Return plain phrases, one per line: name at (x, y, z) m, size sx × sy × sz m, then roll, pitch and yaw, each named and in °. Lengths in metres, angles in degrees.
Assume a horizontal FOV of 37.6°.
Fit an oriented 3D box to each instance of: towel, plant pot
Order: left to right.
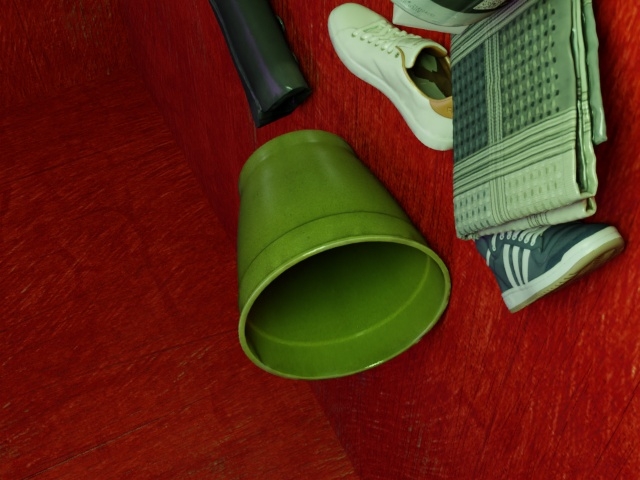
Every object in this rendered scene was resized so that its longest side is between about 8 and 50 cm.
plant pot at (0.000, 0.000, 1.685) m, size 0.367 × 0.366 × 0.353 m, roll 87°, pitch 168°, yaw -47°
towel at (0.227, -0.167, 1.062) m, size 0.324 × 0.056 × 0.312 m, roll 156°, pitch 114°, yaw -75°

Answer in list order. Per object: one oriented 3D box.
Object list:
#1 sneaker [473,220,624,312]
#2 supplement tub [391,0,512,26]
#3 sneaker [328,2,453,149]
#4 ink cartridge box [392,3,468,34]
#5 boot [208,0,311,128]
sneaker at (0.265, -0.009, 1.174) m, size 0.153 × 0.099 × 0.282 m, roll 64°, pitch 166°, yaw 10°
supplement tub at (0.178, -0.333, 0.825) m, size 0.316 × 0.193 × 0.194 m, roll -23°, pitch 88°, yaw 62°
sneaker at (0.119, -0.268, 1.340) m, size 0.290 × 0.105 × 0.123 m, roll 49°, pitch 153°, yaw 24°
ink cartridge box at (0.143, -0.333, 1.113) m, size 0.092 × 0.089 × 0.143 m, roll 144°, pitch 131°, yaw -73°
boot at (-0.149, -0.474, 1.837) m, size 0.367 × 0.146 × 0.445 m, roll 117°, pitch 134°, yaw -82°
